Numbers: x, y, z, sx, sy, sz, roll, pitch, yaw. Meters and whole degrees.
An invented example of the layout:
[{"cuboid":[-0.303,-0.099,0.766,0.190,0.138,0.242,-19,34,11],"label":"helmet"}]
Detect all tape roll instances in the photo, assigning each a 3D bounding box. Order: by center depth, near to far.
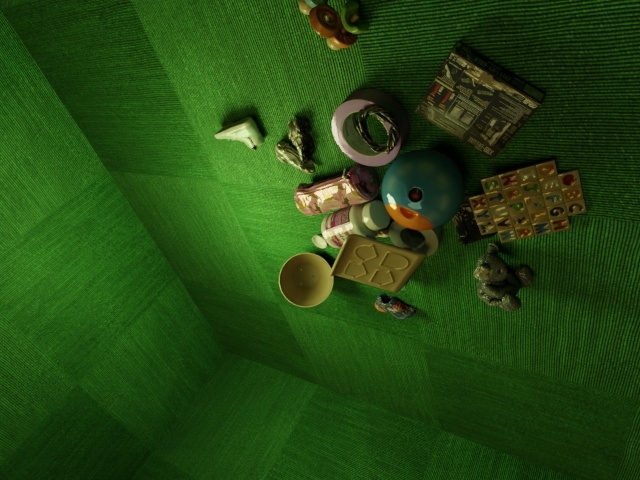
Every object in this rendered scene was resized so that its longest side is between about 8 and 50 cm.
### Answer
[{"cuboid":[0.181,-0.410,1.673,0.275,0.090,0.274,23,142,19],"label":"tape roll"},{"cuboid":[0.403,-0.032,1.932,0.219,0.072,0.219,21,141,18],"label":"tape roll"}]

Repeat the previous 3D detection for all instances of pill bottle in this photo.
[{"cuboid":[0.155,-0.075,2.001,0.169,0.169,0.302,48,143,-17],"label":"pill bottle"}]

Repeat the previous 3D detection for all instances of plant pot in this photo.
[{"cuboid":[-0.078,0.204,2.460,0.284,0.284,0.191,38,179,-2],"label":"plant pot"}]

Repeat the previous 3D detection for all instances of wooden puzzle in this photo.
[{"cuboid":[0.242,0.089,1.982,0.348,0.080,0.322,13,144,-6],"label":"wooden puzzle"}]

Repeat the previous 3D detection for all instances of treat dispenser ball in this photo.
[{"cuboid":[0.361,-0.179,1.618,0.288,0.288,0.288,22,142,18],"label":"treat dispenser ball"}]

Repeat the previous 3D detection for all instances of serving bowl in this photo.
[{"cuboid":[0.000,0.000,2.331,0.084,0.027,0.083,22,143,18],"label":"serving bowl"}]

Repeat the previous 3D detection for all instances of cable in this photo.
[{"cuboid":[0.206,-0.382,1.579,0.151,0.047,0.184,-11,121,39],"label":"cable"}]

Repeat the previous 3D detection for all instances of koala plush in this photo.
[{"cuboid":[0.686,0.135,1.800,0.203,0.196,0.221,3,138,51],"label":"koala plush"}]

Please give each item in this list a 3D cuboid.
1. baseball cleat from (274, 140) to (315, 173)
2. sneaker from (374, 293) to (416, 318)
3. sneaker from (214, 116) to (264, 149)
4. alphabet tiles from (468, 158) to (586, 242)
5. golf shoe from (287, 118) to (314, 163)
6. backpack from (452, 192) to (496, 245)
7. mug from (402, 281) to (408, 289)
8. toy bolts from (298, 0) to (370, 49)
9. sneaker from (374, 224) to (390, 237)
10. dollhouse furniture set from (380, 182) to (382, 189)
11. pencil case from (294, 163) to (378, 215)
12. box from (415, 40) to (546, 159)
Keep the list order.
[{"cuboid":[-0.112,-0.356,2.005,0.206,0.072,0.109,41,160,-3],"label":"baseball cleat"},{"cuboid":[0.384,0.340,2.363,0.222,0.083,0.087,13,130,23],"label":"sneaker"},{"cuboid":[-0.365,-0.456,2.059,0.256,0.094,0.151,-2,133,42],"label":"sneaker"},{"cuboid":[0.700,-0.123,1.554,0.343,0.011,0.285,-14,122,26],"label":"alphabet tiles"},{"cuboid":[-0.085,-0.418,1.904,0.094,0.077,0.198,24,137,34],"label":"golf shoe"},{"cuboid":[0.560,-0.085,1.705,0.152,0.115,0.182,-26,121,29],"label":"backpack"},{"cuboid":[0.359,0.149,2.149,0.130,0.097,0.157,18,140,24],"label":"mug"},{"cuboid":[0.002,-0.699,1.420,0.159,0.218,0.228,-23,97,57],"label":"toy bolts"},{"cuboid":[0.259,-0.050,2.059,0.158,0.061,0.064,-2,103,39],"label":"sneaker"},{"cuboid":[0.282,-0.172,1.864,0.114,0.081,0.091,29,143,9],"label":"dollhouse furniture set"},{"cuboid":[0.058,-0.208,1.942,0.386,0.160,0.167,-12,114,47],"label":"pencil case"},{"cuboid":[0.486,-0.426,1.418,0.308,0.076,0.242,33,144,5],"label":"box"}]
